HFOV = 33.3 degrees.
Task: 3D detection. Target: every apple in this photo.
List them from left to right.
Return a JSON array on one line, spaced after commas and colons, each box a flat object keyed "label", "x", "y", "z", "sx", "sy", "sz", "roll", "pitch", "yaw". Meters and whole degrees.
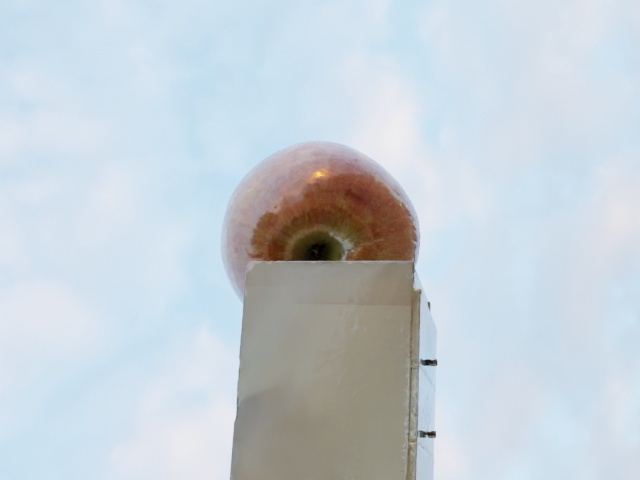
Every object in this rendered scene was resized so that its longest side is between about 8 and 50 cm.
[{"label": "apple", "x": 0.000, "y": 0.000, "z": 1.122, "sx": 0.188, "sy": 0.211, "sz": 0.211, "roll": -59, "pitch": -18, "yaw": -83}]

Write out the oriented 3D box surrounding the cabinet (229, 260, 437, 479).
[{"label": "cabinet", "x": 0.020, "y": 0.133, "z": 0.873, "sx": 0.145, "sy": 0.150, "sz": 0.206, "roll": 55, "pitch": -144, "yaw": -70}]
